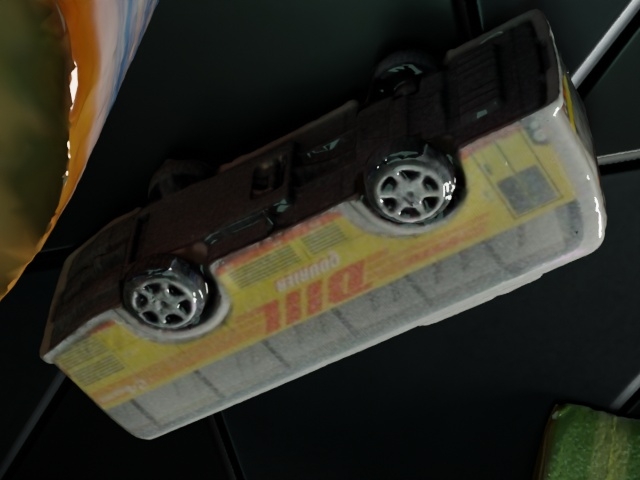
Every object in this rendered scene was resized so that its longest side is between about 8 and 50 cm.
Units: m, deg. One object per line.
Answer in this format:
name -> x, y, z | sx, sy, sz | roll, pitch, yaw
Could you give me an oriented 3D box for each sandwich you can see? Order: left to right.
sandwich -> 0.144, 0.155, 0.695 | 0.074, 0.074, 0.117 | 7, 122, 2

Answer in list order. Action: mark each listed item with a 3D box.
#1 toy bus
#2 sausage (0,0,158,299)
toy bus -> 0.000, 0.000, 0.612 | 0.268, 0.092, 0.106 | -25, 124, 20
sausage -> -0.154, -0.124, 0.437 | 0.233, 0.287, 0.233 | 2, 126, 3
